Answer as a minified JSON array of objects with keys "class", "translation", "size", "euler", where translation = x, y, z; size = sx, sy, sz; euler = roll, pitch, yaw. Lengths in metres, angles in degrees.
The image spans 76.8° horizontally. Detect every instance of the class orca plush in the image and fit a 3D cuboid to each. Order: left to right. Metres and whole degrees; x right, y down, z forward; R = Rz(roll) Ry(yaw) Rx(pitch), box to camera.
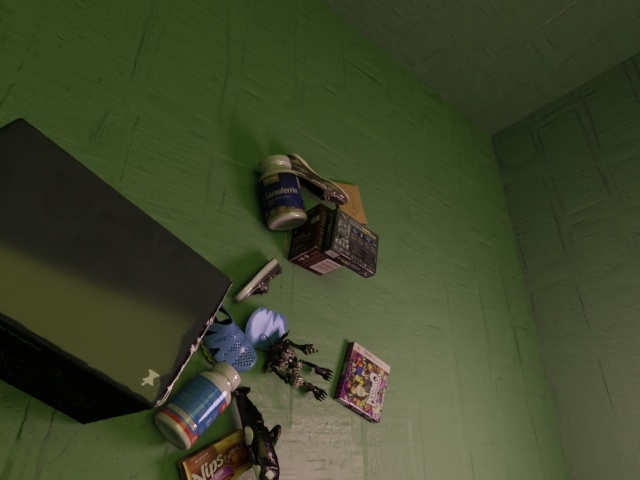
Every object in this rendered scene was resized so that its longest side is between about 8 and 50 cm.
[{"class":"orca plush","translation":[-0.162,0.552,1.163],"size":[0.102,0.151,0.287],"euler":[-19,49,-11]}]

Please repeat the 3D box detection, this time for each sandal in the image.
[{"class":"sandal","translation":[-0.299,0.264,1.197],"size":[0.317,0.138,0.126],"euler":[51,43,-13]}]

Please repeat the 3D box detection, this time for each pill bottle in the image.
[{"class":"pill bottle","translation":[-0.323,0.436,1.095],"size":[0.124,0.124,0.221],"euler":[54,46,-7]},{"class":"pill bottle","translation":[-0.151,-0.182,1.540],"size":[0.153,0.153,0.264],"euler":[0,69,-42]}]

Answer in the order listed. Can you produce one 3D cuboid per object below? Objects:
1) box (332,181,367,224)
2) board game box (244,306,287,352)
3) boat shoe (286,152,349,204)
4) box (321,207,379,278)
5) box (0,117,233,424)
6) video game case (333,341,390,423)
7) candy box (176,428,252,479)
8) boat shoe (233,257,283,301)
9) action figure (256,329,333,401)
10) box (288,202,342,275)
[{"class":"box","translation":[0.136,-0.172,1.888],"size":[0.164,0.021,0.201],"euler":[2,68,-42]},{"class":"board game box","translation":[-0.188,0.296,1.346],"size":[0.169,0.033,0.133],"euler":[30,74,-40]},{"class":"boat shoe","translation":[-0.031,-0.234,1.718],"size":[0.335,0.112,0.095],"euler":[36,67,-17]},{"class":"box","translation":[0.118,0.012,1.511],"size":[0.233,0.059,0.183],"euler":[31,52,-30]},{"class":"box","translation":[-0.531,0.115,0.819],"size":[0.480,0.472,0.297],"euler":[42,47,-19]},{"class":"video game case","translation":[0.165,0.540,1.544],"size":[0.210,0.042,0.232],"euler":[39,49,-20]},{"class":"candy box","translation":[-0.283,0.608,1.098],"size":[0.187,0.053,0.109],"euler":[-10,76,-46]},{"class":"boat shoe","translation":[-0.204,0.148,1.387],"size":[0.076,0.080,0.228],"euler":[52,37,-7]},{"class":"action figure","translation":[-0.073,0.405,1.328],"size":[0.276,0.141,0.164],"euler":[41,60,-22]},{"class":"box","translation":[0.000,0.000,1.572],"size":[0.167,0.168,0.203],"euler":[28,53,-31]}]
